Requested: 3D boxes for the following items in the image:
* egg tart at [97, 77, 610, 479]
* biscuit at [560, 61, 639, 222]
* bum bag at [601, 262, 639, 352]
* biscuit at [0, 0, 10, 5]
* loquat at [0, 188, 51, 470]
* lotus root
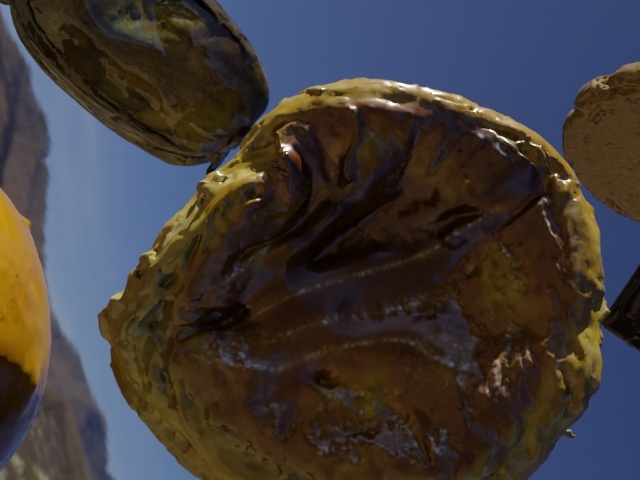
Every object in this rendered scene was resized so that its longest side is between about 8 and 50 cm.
[{"bbox_3d":[0.043,0.055,0.833,0.339,0.351,0.153,31,-5,8],"label":"egg tart"},{"bbox_3d":[0.316,-0.076,0.960,0.226,0.042,0.226,21,-27,12],"label":"biscuit"},{"bbox_3d":[0.320,0.070,0.926,0.159,0.026,0.109,46,-69,43],"label":"bum bag"},{"bbox_3d":[-0.265,-0.340,1.313,0.172,0.254,0.029,9,60,-62],"label":"biscuit"},{"bbox_3d":[-0.347,0.071,0.768,0.328,0.328,0.328,164,-90,-73],"label":"loquat"},{"bbox_3d":[-0.175,-0.187,1.045,0.275,0.160,0.152,41,-2,-10],"label":"lotus root"}]
